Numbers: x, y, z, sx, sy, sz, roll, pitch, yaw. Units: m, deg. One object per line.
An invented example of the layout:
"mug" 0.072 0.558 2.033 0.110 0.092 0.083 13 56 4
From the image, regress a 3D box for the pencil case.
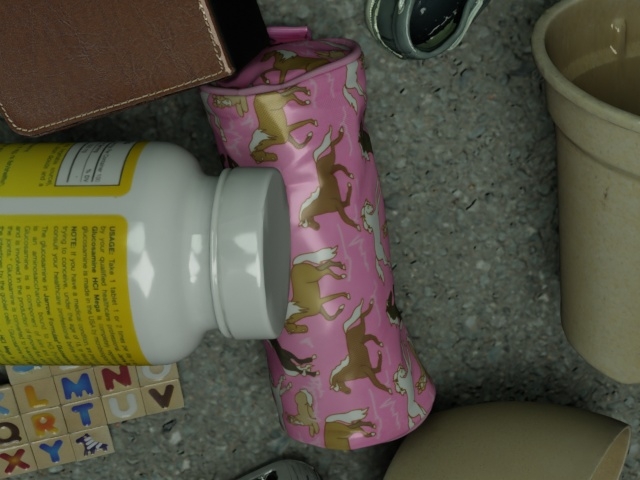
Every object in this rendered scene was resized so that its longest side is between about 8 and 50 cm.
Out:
"pencil case" 0.000 0.000 1.433 0.160 0.167 0.386 -22 113 -20

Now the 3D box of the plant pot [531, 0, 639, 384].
"plant pot" 0.345 -0.037 1.430 0.333 0.334 0.305 -4 123 -9

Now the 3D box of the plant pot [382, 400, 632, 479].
"plant pot" 0.163 0.272 1.539 0.191 0.284 0.284 25 107 19

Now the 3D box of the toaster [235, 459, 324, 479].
"toaster" -0.060 0.326 1.570 0.227 0.129 0.146 -26 109 2

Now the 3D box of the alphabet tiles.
"alphabet tiles" -0.255 0.144 1.496 0.237 0.009 0.198 -12 128 -6

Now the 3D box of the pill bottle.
"pill bottle" -0.199 0.011 1.289 0.333 0.188 0.188 0 111 9

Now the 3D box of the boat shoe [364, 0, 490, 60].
"boat shoe" 0.166 -0.290 1.392 0.116 0.099 0.319 37 100 -20

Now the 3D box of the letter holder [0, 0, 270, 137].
"letter holder" -0.201 -0.261 1.286 0.214 0.152 0.302 -16 104 14
